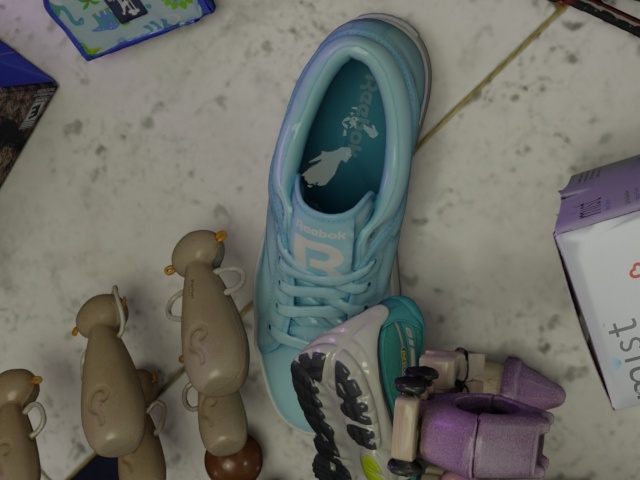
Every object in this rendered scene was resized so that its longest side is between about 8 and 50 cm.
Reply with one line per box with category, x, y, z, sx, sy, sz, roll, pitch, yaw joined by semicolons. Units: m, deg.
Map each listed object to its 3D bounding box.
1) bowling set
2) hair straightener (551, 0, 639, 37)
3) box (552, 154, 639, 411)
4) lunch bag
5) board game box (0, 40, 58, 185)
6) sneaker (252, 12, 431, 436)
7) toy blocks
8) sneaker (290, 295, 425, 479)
bowling set;-0.145;0.139;0.960;0.287;0.200;0.154;-28;51;15
hair straightener;0.258;-0.192;0.808;0.230;0.047;0.089;29;110;17
box;0.288;-0.010;0.725;0.231;0.262;0.127;-19;96;17
lunch bag;-0.173;-0.239;0.900;0.128;0.096;0.151;-17;110;15
board game box;-0.400;-0.051;0.923;0.141;0.232;0.291;37;109;6
sneaker;0.000;0.000;0.865;0.135;0.150;0.366;10;103;14
toy blocks;0.199;0.238;0.790;0.260;0.288;0.309;6;100;19
sneaker;0.060;0.162;0.876;0.107;0.110;0.275;28;143;35
